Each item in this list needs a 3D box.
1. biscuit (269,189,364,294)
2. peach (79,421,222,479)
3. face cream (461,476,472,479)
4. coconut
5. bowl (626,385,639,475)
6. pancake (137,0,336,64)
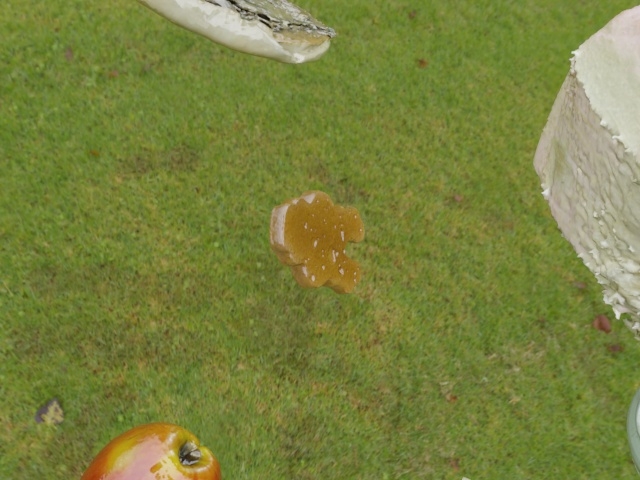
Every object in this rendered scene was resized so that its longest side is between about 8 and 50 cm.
[{"bbox_3d":[-0.003,0.000,1.153,0.044,0.295,0.186,-4,74,30],"label":"biscuit"},{"bbox_3d":[-0.333,0.486,1.210,0.281,0.281,0.238,-36,75,-25],"label":"peach"},{"bbox_3d":[0.317,0.445,0.974,0.224,0.070,0.114,19,86,22],"label":"face cream"},{"bbox_3d":[0.345,-0.068,0.558,0.297,0.298,0.310,3,38,-8],"label":"coconut"},{"bbox_3d":[0.665,0.330,1.084,0.163,0.307,0.307,32,56,-26],"label":"bowl"},{"bbox_3d":[-0.116,-0.249,0.640,0.282,0.049,0.282,20,25,-10],"label":"pancake"}]
